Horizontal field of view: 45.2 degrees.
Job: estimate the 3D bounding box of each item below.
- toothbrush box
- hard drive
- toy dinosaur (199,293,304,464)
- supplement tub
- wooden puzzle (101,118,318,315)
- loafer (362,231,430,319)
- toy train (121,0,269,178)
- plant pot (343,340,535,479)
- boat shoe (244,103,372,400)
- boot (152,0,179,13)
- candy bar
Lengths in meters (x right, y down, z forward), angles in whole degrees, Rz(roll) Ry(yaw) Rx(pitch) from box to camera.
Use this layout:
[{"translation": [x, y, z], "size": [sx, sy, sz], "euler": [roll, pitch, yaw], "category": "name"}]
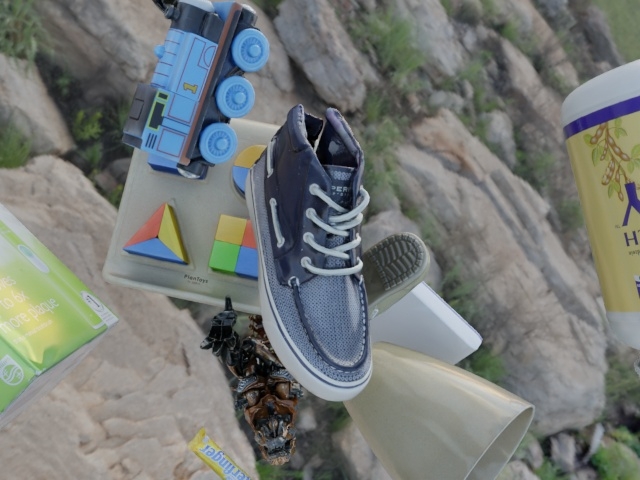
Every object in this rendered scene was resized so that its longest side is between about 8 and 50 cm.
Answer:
[{"translation": [-0.372, 0.044, 0.770], "size": [0.283, 0.122, 0.206], "euler": [44, 9, -1], "category": "toothbrush box"}, {"translation": [0.137, 0.193, 1.485], "size": [0.210, 0.319, 0.040], "euler": [43, 48, 2], "category": "hard drive"}, {"translation": [-0.103, 0.204, 1.279], "size": [0.164, 0.218, 0.322], "euler": [-26, 48, -16], "category": "toy dinosaur"}, {"translation": [0.400, -0.020, 0.792], "size": [0.241, 0.241, 0.331], "euler": [-9, 85, -48], "category": "supplement tub"}, {"translation": [-0.191, -0.067, 1.336], "size": [0.322, 0.080, 0.348], "euler": [11, 76, 4], "category": "wooden puzzle"}, {"translation": [0.051, 0.081, 1.121], "size": [0.092, 0.268, 0.102], "euler": [26, 43, -55], "category": "loafer"}, {"translation": [-0.123, -0.156, 0.767], "size": [0.105, 0.080, 0.184], "euler": [17, 95, -36], "category": "toy train"}, {"translation": [0.174, 0.299, 1.302], "size": [0.274, 0.257, 0.256], "euler": [37, 30, 28], "category": "plant pot"}, {"translation": [0.000, 0.000, 0.883], "size": [0.127, 0.158, 0.341], "euler": [-2, 56, -30], "category": "boat shoe"}, {"translation": [-0.222, -0.452, 1.071], "size": [0.263, 0.091, 0.229], "euler": [61, 26, -21], "category": "boot"}, {"translation": [-0.137, 0.351, 1.171], "size": [0.161, 0.018, 0.040], "euler": [46, 45, -10], "category": "candy bar"}]
